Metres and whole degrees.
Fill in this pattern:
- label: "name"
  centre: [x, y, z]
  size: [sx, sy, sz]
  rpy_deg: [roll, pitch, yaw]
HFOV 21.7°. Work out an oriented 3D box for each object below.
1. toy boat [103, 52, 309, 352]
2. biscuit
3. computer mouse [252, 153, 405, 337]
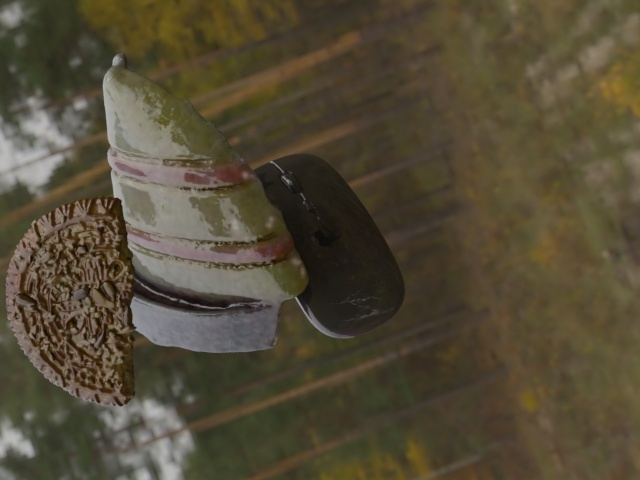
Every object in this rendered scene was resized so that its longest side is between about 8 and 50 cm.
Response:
- label: "toy boat"
  centre: [-0.139, -0.005, 1.746]
  size: [0.276, 0.111, 0.293]
  rpy_deg: [30, 135, 17]
- label: "biscuit"
  centre: [-0.231, 0.058, 1.549]
  size: [0.025, 0.126, 0.206]
  rpy_deg: [-68, -22, -70]
- label: "computer mouse"
  centre: [0.000, 0.000, 1.805]
  size: [0.232, 0.120, 0.057]
  rpy_deg: [59, 160, 24]
